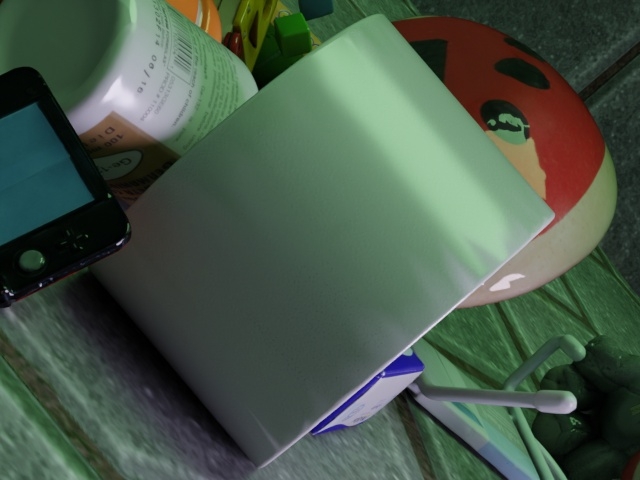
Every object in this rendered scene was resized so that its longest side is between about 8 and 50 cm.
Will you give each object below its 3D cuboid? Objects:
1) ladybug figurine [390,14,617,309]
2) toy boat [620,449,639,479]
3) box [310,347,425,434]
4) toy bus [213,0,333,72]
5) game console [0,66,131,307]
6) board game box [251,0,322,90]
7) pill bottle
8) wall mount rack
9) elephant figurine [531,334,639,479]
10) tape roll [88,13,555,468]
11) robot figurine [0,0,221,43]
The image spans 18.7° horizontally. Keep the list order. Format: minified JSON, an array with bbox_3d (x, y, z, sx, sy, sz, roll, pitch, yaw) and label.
[{"bbox_3d":[0.101,-0.081,1.684,0.449,0.305,0.162,-100,-177,-67],"label":"ladybug figurine"},{"bbox_3d":[0.340,0.299,1.801,0.151,0.151,0.231,-9,81,-32],"label":"toy boat"},{"bbox_3d":[-0.003,0.064,1.413,0.137,0.072,0.126,52,12,11],"label":"box"},{"bbox_3d":[-0.102,-0.177,1.729,0.191,0.202,0.104,49,-21,38],"label":"toy bus"},{"bbox_3d":[-0.189,-0.044,1.053,0.144,0.124,0.085,56,-13,31],"label":"game console"},{"bbox_3d":[-0.017,-0.168,2.051,0.259,0.039,0.124,46,-26,-26],"label":"board game box"},{"bbox_3d":[-0.117,-0.091,1.344,0.229,0.131,0.131,34,19,-51],"label":"pill bottle"},{"bbox_3d":[0.178,0.140,1.695,0.350,0.130,0.304,40,14,-33],"label":"wall mount rack"},{"bbox_3d":[0.332,0.186,2.019,0.186,0.169,0.239,49,14,28],"label":"elephant figurine"},{"bbox_3d":[0.000,0.000,1.204,0.169,0.246,0.246,50,12,2],"label":"tape roll"},{"bbox_3d":[-0.161,-0.169,1.451,0.219,0.128,0.158,37,14,-43],"label":"robot figurine"}]
